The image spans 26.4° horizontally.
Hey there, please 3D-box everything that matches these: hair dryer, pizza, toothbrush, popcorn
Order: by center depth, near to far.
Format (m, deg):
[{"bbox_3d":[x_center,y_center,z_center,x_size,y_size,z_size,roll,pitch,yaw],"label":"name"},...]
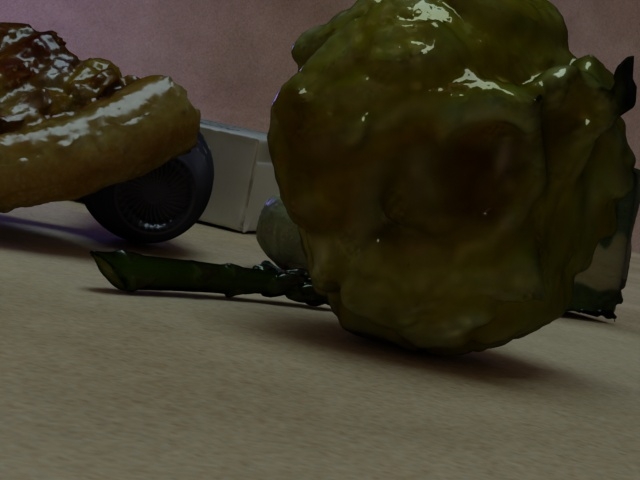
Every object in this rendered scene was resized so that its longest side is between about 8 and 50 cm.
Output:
[{"bbox_3d":[0.090,-0.048,0.874,0.225,0.249,0.249,1,-1,27],"label":"popcorn"},{"bbox_3d":[-0.298,-0.105,1.062,0.409,0.114,0.277,5,31,-4],"label":"pizza"},{"bbox_3d":[-0.031,0.028,1.104,0.011,0.014,0.167,2,6,-11],"label":"toothbrush"},{"bbox_3d":[-0.283,-0.076,1.230,0.361,0.121,0.301,3,12,-14],"label":"hair dryer"}]

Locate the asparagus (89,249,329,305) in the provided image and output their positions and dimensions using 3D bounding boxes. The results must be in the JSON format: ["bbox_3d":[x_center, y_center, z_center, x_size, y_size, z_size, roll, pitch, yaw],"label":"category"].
[{"bbox_3d":[-0.067,0.026,0.939,0.236,0.027,0.034,8,10,-45],"label":"asparagus"}]

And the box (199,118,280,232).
[{"bbox_3d":[-0.155,-0.091,1.670,0.274,0.116,0.203,14,5,23],"label":"box"}]

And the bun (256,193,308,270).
[{"bbox_3d":[0.000,0.000,1.193,0.115,0.069,0.115,12,6,-1],"label":"bun"}]

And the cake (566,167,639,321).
[{"bbox_3d":[0.144,-0.019,1.325,0.284,0.158,0.172,5,6,-34],"label":"cake"}]
